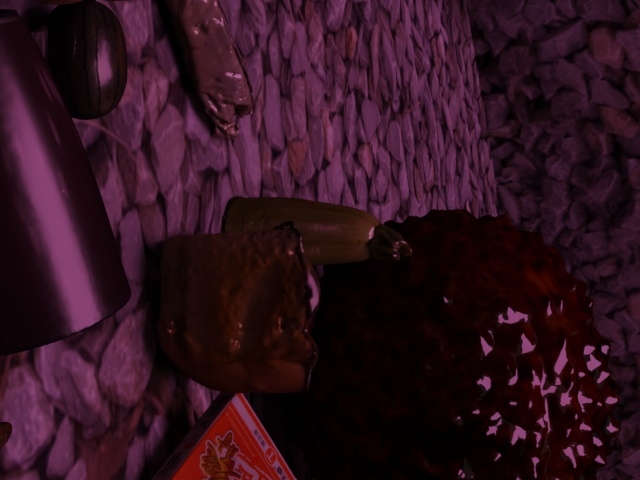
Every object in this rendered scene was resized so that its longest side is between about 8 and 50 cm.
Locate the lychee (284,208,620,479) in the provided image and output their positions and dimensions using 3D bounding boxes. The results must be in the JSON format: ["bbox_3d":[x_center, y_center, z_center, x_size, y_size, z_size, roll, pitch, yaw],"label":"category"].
[{"bbox_3d":[0.148,0.157,1.518,0.500,0.425,0.424,55,-5,41],"label":"lychee"}]

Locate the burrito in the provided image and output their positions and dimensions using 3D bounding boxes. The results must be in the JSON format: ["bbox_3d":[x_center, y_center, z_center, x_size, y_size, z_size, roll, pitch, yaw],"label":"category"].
[{"bbox_3d":[-0.122,-0.208,1.304,0.058,0.063,0.229,-114,-176,-55],"label":"burrito"}]

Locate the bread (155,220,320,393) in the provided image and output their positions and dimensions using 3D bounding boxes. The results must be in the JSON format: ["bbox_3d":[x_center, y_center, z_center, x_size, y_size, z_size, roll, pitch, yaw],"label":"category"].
[{"bbox_3d":[-0.101,0.068,1.217,0.252,0.133,0.174,-177,-95,-66],"label":"bread"}]

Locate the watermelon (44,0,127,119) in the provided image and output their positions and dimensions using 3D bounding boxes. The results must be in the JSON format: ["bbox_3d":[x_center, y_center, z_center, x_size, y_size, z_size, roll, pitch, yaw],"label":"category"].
[{"bbox_3d":[-0.205,-0.159,1.041,0.078,0.078,0.110,7,79,-70],"label":"watermelon"}]

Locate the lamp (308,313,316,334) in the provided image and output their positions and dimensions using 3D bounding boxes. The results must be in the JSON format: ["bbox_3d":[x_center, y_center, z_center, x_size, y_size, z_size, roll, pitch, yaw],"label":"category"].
[{"bbox_3d":[-0.055,0.087,1.392,0.090,0.101,0.101,76,18,-67],"label":"lamp"}]

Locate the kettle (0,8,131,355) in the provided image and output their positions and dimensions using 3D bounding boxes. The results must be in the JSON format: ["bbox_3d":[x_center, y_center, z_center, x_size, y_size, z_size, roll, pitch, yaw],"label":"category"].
[{"bbox_3d":[-0.253,-0.041,0.843,0.202,0.144,0.232,-25,107,-36],"label":"kettle"}]

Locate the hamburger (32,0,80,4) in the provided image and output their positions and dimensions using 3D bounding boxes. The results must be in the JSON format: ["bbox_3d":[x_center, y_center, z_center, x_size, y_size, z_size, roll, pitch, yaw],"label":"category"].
[{"bbox_3d":[-0.160,-0.315,0.928,0.237,0.276,0.276,-2,89,-68],"label":"hamburger"}]

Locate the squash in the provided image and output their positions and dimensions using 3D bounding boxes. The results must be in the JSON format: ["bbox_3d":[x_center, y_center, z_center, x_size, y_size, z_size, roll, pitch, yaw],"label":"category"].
[{"bbox_3d":[0.000,0.000,1.387,0.094,0.224,0.094,4,90,-67],"label":"squash"}]

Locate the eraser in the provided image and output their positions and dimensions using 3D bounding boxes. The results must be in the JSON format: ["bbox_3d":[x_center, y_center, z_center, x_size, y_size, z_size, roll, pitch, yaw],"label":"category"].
[{"bbox_3d":[-0.106,0.279,1.199,0.157,0.038,0.230,61,38,-18],"label":"eraser"}]

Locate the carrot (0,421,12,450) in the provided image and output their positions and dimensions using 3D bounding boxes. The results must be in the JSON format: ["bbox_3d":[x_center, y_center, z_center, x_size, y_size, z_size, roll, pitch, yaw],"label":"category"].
[{"bbox_3d":[-0.279,0.184,0.845,0.254,0.049,0.049,-52,135,-68],"label":"carrot"}]
